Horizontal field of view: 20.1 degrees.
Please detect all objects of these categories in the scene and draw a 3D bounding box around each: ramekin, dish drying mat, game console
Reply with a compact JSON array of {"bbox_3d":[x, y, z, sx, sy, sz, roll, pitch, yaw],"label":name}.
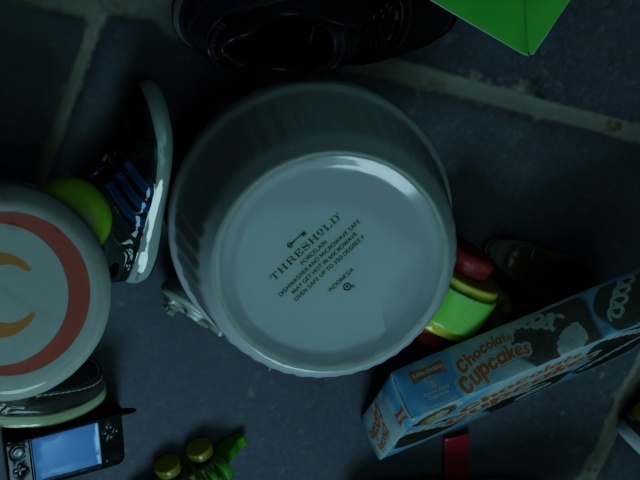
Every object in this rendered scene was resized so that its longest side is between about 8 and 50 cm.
[{"bbox_3d":[0.000,0.000,1.633,0.273,0.127,0.272,-4,111,-9],"label":"ramekin"},{"bbox_3d":[0.155,0.254,2.063,0.032,0.008,0.083,-14,124,-17],"label":"dish drying mat"},{"bbox_3d":[-0.246,0.207,1.787,0.122,0.071,0.107,-13,122,-20],"label":"game console"}]

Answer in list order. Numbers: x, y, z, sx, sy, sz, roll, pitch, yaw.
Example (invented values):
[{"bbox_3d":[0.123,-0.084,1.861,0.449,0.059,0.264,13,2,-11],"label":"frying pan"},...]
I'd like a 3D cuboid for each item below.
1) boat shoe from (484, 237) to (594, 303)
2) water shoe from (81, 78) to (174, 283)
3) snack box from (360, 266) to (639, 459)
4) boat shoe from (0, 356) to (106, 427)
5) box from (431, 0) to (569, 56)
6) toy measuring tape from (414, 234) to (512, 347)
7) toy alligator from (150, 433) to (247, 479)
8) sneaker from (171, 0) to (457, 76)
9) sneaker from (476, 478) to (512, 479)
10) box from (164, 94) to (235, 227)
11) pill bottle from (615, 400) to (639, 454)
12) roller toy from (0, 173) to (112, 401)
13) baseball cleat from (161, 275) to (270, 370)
[{"bbox_3d":[0.239,0.034,1.963,0.153,0.048,0.056,21,94,-42],"label":"boat shoe"},{"bbox_3d":[-0.185,-0.050,1.670,0.080,0.073,0.203,0,114,-19],"label":"water shoe"},{"bbox_3d":[0.209,0.130,1.923,0.322,0.060,0.187,-21,165,-15],"label":"snack box"},{"bbox_3d":[-0.308,0.129,1.704,0.224,0.080,0.073,-2,123,-21],"label":"boat shoe"},{"bbox_3d":[0.074,-0.301,1.559,0.262,0.231,0.126,25,108,-35],"label":"box"},{"bbox_3d":[0.077,0.033,1.828,0.330,0.121,0.121,21,106,-35],"label":"toy measuring tape"},{"bbox_3d":[-0.154,0.260,1.877,0.190,0.051,0.056,-27,126,-11],"label":"toy alligator"},{"bbox_3d":[0.015,-0.188,1.661,0.283,0.124,0.107,-7,121,-24],"label":"sneaker"},{"bbox_3d":[0.159,0.386,2.064,0.319,0.127,0.208,6,115,-17],"label":"sneaker"},{"bbox_3d":[-0.061,-0.050,1.712,0.137,0.072,0.126,23,105,-17],"label":"box"},{"bbox_3d":[0.457,0.187,2.112,0.208,0.119,0.119,-45,128,2],"label":"pill bottle"},{"bbox_3d":[-0.291,0.039,1.604,0.209,0.146,0.191,-4,98,-15],"label":"roller toy"},{"bbox_3d":[-0.068,0.058,1.807,0.206,0.072,0.109,32,86,-41],"label":"baseball cleat"}]
